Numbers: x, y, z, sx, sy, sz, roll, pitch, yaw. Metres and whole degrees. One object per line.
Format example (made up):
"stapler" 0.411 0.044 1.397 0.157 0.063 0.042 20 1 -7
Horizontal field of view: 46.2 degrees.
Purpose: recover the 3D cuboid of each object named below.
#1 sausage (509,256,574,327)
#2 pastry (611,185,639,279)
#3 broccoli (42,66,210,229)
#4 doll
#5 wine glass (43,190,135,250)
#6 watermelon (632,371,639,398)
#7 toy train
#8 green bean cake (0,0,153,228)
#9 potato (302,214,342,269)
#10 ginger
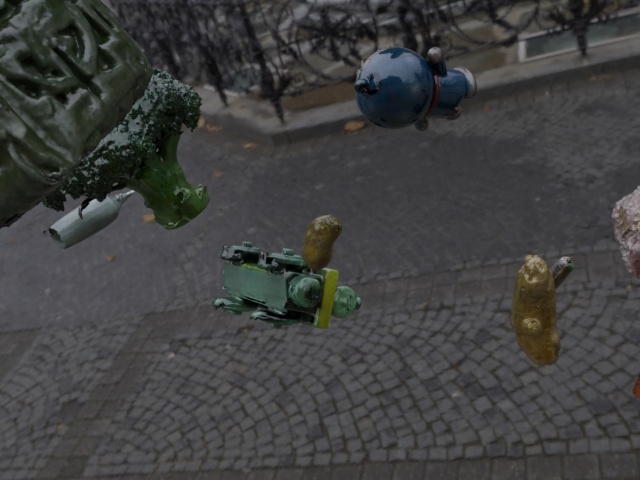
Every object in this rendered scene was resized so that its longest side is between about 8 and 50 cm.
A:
"sausage" 0.410 0.102 1.405 0.033 0.269 0.032 5 57 -8
"pastry" 0.474 -0.039 0.909 0.265 0.102 0.112 -15 30 -3
"broccoli" -0.303 -0.135 1.171 0.298 0.297 0.297 -29 24 15
"doll" 0.098 -0.164 0.817 0.152 0.114 0.085 -5 52 -34
"wine glass" -0.405 -0.067 1.441 0.074 0.074 0.262 11 41 46
"watermelon" 0.434 0.133 0.835 0.145 0.193 0.137 -28 9 -36
"toy train" -0.057 0.094 1.456 0.237 0.150 0.369 12 -2 -28
"green bean cake" -0.301 -0.167 0.692 0.132 0.241 0.255 -28 23 29
"potato" 0.000 0.000 1.033 0.045 0.092 0.046 -11 46 -31
"ginger" 0.373 0.111 1.313 0.081 0.205 0.115 -8 20 -8
